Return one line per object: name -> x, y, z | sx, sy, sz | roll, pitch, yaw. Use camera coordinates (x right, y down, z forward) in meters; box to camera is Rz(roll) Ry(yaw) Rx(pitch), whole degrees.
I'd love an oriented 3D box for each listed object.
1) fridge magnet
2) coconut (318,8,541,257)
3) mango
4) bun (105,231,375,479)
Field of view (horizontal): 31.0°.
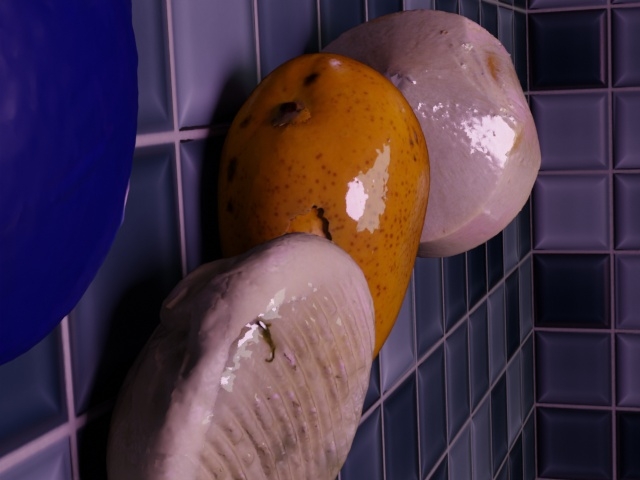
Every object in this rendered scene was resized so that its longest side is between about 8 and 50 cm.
fridge magnet -> -0.161, -0.073, 0.493 | 0.265, 0.113, 0.265 | -1, 90, -71
coconut -> 0.093, -0.097, 1.071 | 0.241, 0.241, 0.241 | 0, 90, -71
mango -> 0.000, 0.000, 0.917 | 0.191, 0.160, 0.290 | -62, 157, -64
bun -> -0.058, 0.105, 0.771 | 0.237, 0.116, 0.210 | -53, 144, -18
